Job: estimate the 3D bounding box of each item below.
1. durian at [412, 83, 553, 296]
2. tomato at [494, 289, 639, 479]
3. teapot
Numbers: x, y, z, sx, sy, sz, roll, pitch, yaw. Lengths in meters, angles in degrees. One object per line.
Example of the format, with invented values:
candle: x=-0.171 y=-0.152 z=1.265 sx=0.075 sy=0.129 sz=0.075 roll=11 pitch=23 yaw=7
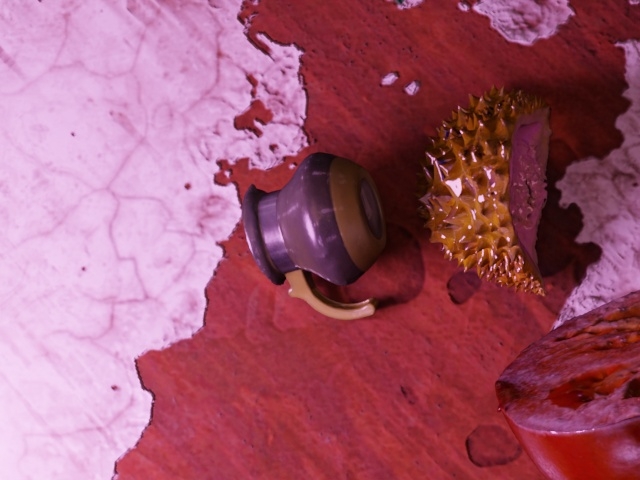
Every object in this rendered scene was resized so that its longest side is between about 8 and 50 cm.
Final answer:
durian: x=0.165 y=-0.055 z=1.711 sx=0.132 sy=0.165 sz=0.182 roll=12 pitch=100 yaw=-29
tomato: x=0.324 y=0.140 z=1.549 sx=0.338 sy=0.338 sz=0.144 roll=-25 pitch=102 yaw=0
teapot: x=0.000 y=0.000 z=1.707 sx=0.119 sy=0.130 sz=0.166 roll=-14 pitch=104 yaw=19
